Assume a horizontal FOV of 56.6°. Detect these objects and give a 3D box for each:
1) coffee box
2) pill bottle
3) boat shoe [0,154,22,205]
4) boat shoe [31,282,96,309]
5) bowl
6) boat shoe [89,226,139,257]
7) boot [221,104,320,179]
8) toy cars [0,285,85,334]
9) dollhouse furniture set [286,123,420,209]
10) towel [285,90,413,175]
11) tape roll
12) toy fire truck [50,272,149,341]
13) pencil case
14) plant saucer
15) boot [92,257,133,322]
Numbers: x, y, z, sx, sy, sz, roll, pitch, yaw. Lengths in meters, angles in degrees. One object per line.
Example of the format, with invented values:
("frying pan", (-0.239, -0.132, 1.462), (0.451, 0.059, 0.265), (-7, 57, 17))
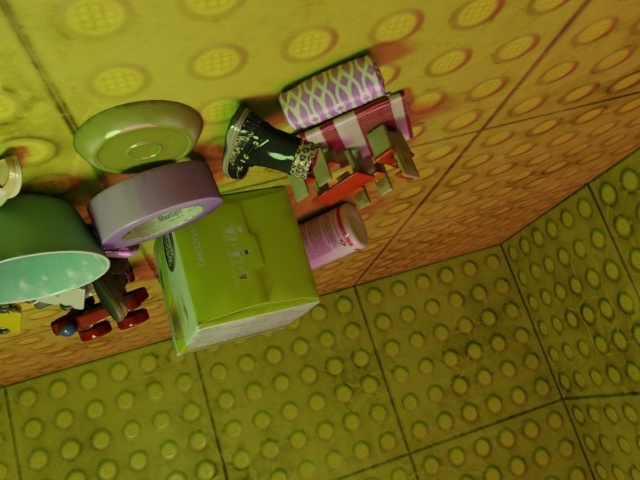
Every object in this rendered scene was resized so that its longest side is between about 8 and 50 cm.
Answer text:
("coffee box", (-0.246, 0.088, 1.637), (0.337, 0.338, 0.334), (-10, 163, -25))
("pill bottle", (0.000, 0.000, 1.971), (0.282, 0.161, 0.160), (-24, 165, 23))
("boat shoe", (-0.588, -0.100, 1.066), (0.170, 0.063, 0.059), (-29, 168, 41))
("boat shoe", (-0.709, 0.140, 1.701), (0.304, 0.091, 0.109), (-26, -154, 24))
("bowl", (-0.615, 0.009, 1.243), (0.311, 0.163, 0.311), (-16, 166, -4))
("boat shoe", (-0.560, 0.001, 1.474), (0.228, 0.080, 0.076), (3, 129, -29))
("boot", (-0.104, -0.162, 1.208), (0.178, 0.085, 0.236), (24, 156, 0))
("toy cars", (-0.815, 0.150, 1.612), (0.393, 0.087, 0.177), (-19, 127, 11))
("dollhouse furniture set", (0.094, -0.150, 1.418), (0.259, 0.135, 0.261), (-31, 159, 34))
("towel", (0.054, -0.237, 1.404), (0.328, 0.037, 0.237), (-22, 164, 7))
("tape roll", (-0.355, -0.075, 1.289), (0.274, 0.090, 0.275), (-23, 176, -1))
("toy fire truck", (-0.673, 0.213, 1.793), (0.301, 0.170, 0.254), (-19, -175, -1))
("pencil case", (0.024, -0.278, 1.119), (0.205, 0.087, 0.088), (-19, -171, 10))
("plant saucer", (-0.336, -0.183, 1.120), (0.240, 0.037, 0.241), (-17, 166, -5))
("boot", (-0.524, 0.089, 1.503), (0.115, 0.305, 0.113), (-19, 129, -26))
